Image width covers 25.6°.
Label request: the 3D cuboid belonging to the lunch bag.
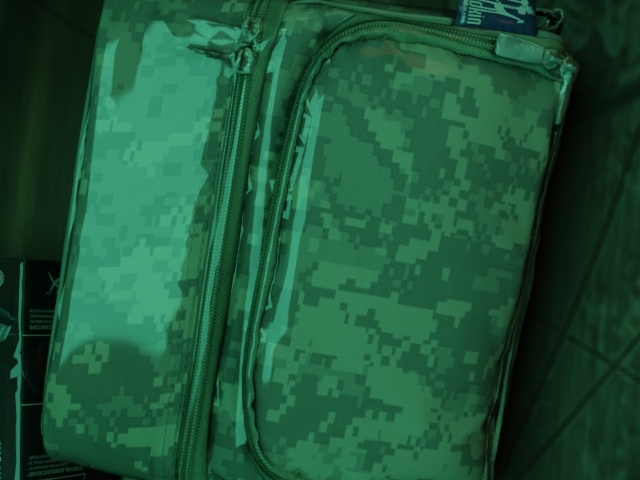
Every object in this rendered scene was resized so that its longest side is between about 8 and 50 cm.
[{"bbox_3d":[0.000,0.000,0.815,0.256,0.212,0.305,11,93,8],"label":"lunch bag"}]

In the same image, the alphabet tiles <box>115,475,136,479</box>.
[{"bbox_3d":[-0.092,0.233,0.946,0.237,0.009,0.198,17,95,24],"label":"alphabet tiles"}]

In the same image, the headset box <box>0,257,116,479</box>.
[{"bbox_3d":[-0.255,0.161,0.960,0.218,0.110,0.293,-1,86,27],"label":"headset box"}]
